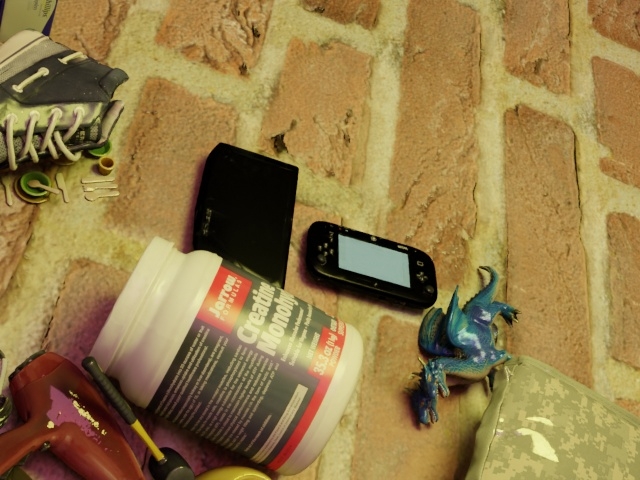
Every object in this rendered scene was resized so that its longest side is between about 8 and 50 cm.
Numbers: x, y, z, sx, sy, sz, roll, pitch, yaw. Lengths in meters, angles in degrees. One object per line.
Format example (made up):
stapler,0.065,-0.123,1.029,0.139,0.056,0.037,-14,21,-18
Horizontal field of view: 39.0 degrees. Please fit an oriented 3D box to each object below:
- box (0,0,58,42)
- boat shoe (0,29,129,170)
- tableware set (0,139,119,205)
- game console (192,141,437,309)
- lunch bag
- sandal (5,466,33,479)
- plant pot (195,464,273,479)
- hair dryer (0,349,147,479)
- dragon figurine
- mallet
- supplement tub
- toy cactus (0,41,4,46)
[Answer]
box,-0.403,-0.358,1.243,0.072,0.126,0.137,5,58,-25
boat shoe,-0.355,-0.139,1.089,0.158,0.127,0.341,19,42,2
tableware set,-0.339,-0.098,1.172,0.154,0.024,0.104,-7,63,-29
game console,0.000,0.000,1.262,0.361,0.044,0.213,17,54,-16
lunch bag,0.297,0.310,1.119,0.287,0.169,0.235,38,51,-11
sandal,-0.360,0.250,0.909,0.219,0.060,0.090,34,18,9
plant pot,-0.090,0.301,0.989,0.134,0.095,0.134,12,55,-18
hair dryer,-0.310,0.208,0.928,0.293,0.080,0.224,25,41,-29
dragon figurine,0.194,0.121,1.251,0.144,0.085,0.289,20,54,-14
mallet,-0.193,0.200,0.961,0.039,0.062,0.190,-38,124,-17
supplement tub,-0.106,0.130,1.031,0.272,0.191,0.191,28,52,-8
toy cactus,-0.499,-0.276,1.171,0.180,0.112,0.219,15,45,-29
